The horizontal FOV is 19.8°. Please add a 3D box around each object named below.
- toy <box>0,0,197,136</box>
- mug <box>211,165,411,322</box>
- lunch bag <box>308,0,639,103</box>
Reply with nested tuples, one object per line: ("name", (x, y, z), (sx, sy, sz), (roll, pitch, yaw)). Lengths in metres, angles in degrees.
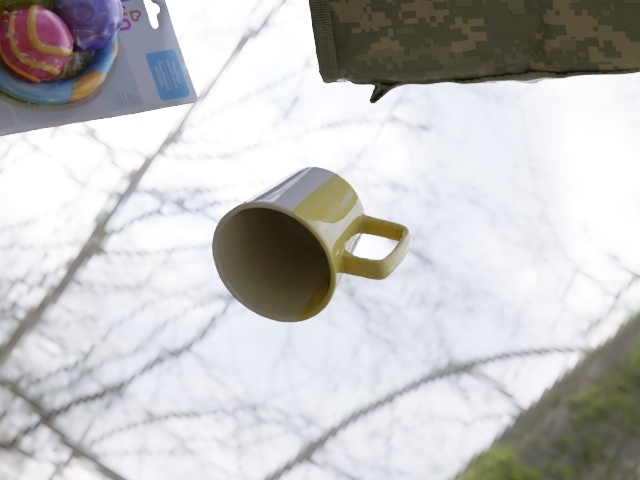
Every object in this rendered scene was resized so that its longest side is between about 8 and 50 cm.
("toy", (-0.189, -0.138, 1.140), (0.056, 0.237, 0.137), (-32, -106, 58))
("mug", (-0.003, 0.001, 0.860), (0.078, 0.064, 0.062), (37, -53, 3))
("lunch bag", (0.105, -0.228, 1.056), (0.235, 0.287, 0.169), (-2, 12, 13))
